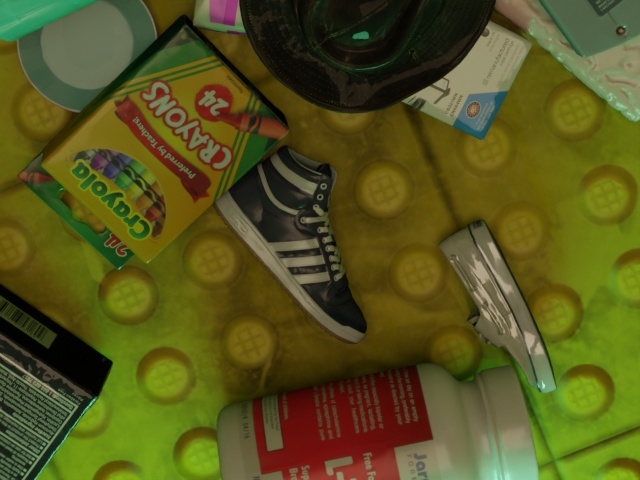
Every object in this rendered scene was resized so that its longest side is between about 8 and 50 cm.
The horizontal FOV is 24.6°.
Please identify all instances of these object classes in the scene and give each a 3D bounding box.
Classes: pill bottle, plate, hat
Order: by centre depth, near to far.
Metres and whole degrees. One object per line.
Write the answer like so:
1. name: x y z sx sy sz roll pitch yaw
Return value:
1. hat: 0.066 -0.302 1.799 0.331 0.134 0.331 -1 107 -4
2. plate: -0.309 -0.264 1.958 0.188 0.024 0.188 0 103 0
3. pill bottle: 0.078 0.294 1.989 0.407 0.229 0.229 -12 103 2

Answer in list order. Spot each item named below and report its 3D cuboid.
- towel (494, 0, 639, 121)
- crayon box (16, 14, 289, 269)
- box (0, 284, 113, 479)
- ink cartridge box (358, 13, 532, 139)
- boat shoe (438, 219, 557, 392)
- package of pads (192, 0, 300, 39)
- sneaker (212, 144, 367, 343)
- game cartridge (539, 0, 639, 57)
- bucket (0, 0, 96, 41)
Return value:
1. towel: 0.394 -0.375 1.933 0.332 0.053 0.317 37 99 -9
2. crayon box: -0.224 -0.115 1.951 0.318 0.081 0.202 -43 109 9
3. box: -0.490 0.216 1.982 0.296 0.183 0.294 36 98 -7
4. ink cartridge box: 0.153 -0.244 1.940 0.203 0.086 0.148 24 101 -7
5. boat shoe: 0.244 0.100 2.027 0.084 0.095 0.258 -25 92 9
6. package of pads: -0.029 -0.403 1.892 0.229 0.101 0.297 9 103 -3
7. sneaker: 0.000 0.000 1.987 0.153 0.099 0.282 -41 97 10
8. game cartridge: 0.407 -0.377 1.864 0.294 0.060 0.196 -37 109 6
9. bucket: -0.364 -0.393 1.809 0.183 0.281 0.281 -27 102 10
